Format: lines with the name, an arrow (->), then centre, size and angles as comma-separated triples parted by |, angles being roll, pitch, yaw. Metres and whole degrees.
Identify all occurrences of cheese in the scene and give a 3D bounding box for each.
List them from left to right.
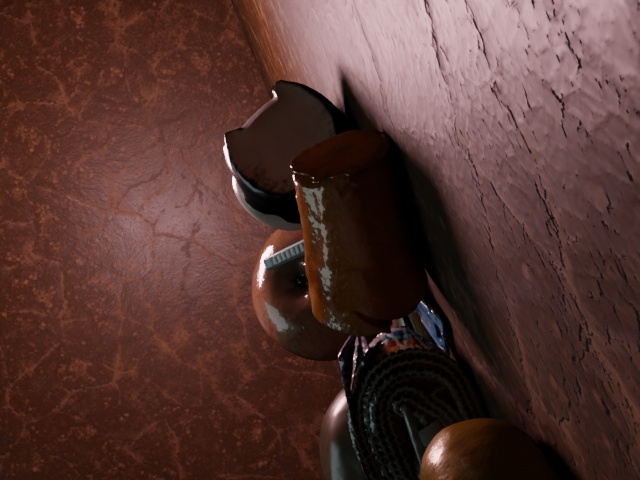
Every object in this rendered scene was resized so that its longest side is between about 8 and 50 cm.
cheese -> 0.141, 0.081, 1.196 | 0.244, 0.052, 0.135 | 53, 171, 39
cheese -> 0.167, 0.134, 1.323 | 0.086, 0.036, 0.162 | -110, -1, -75

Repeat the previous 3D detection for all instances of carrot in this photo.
carrot -> 0.040, -0.014, 1.035 | 0.196, 0.196, 0.254 | -115, 4, -54

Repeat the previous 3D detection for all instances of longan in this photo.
longan -> 0.147, 0.407, 1.340 | 0.350, 0.288, 0.288 | 56, 180, -12

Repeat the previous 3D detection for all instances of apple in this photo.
apple -> -0.007, 0.102, 1.627 | 0.269, 0.345, 0.344 | 71, 176, -67

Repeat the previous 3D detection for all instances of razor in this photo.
razor -> -0.006, 0.002, 1.460 | 0.056, 0.278, 0.111 | -13, -100, -62

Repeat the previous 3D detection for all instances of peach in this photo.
peach -> 0.208, 0.321, 0.810 | 0.251, 0.153, 0.251 | -19, -90, -86

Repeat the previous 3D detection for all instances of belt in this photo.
belt -> 0.146, 0.273, 1.106 | 0.160, 0.207, 0.294 | -98, -6, -85

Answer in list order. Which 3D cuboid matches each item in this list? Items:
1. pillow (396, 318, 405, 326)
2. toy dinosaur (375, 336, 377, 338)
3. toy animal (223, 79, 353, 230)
pillow -> 0.183, 0.192, 1.452 | 0.130, 0.038, 0.232 | 125, 123, -88
toy dinosaur -> 0.130, 0.277, 2.244 | 0.070, 0.139, 0.286 | -137, 26, -83
toy animal -> -0.045, -0.129, 1.335 | 0.310, 0.251, 0.250 | 55, -168, -77
